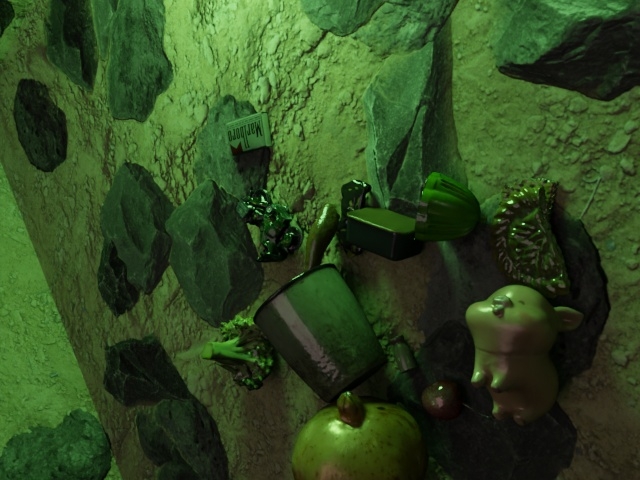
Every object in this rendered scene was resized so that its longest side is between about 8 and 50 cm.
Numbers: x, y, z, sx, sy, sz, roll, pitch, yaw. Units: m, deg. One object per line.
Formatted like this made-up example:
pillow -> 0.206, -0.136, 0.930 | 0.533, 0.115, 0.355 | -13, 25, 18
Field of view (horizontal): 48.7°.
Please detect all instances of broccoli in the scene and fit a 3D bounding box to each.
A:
broccoli -> -0.271, 0.372, 2.336 | 0.263, 0.243, 0.247 | -41, 56, 33

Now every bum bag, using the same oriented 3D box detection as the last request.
bum bag -> 0.094, -0.063, 2.063 | 0.107, 0.060, 0.232 | 22, 109, 48

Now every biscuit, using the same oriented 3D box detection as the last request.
biscuit -> 0.490, 0.016, 1.710 | 0.187, 0.036, 0.273 | -20, 88, 47
biscuit -> 0.492, -0.061, 1.729 | 0.144, 0.016, 0.203 | 20, 111, 38

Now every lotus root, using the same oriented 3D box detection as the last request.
lotus root -> 0.338, -0.069, 1.790 | 0.186, 0.186, 0.186 | 8, 102, 41

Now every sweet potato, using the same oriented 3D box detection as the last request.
sweet potato -> 0.000, 0.000, 2.094 | 0.077, 0.077, 0.243 | 4, 68, 42

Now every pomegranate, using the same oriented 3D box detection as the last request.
pomegranate -> 0.102, 0.584, 1.938 | 0.410, 0.410, 0.410 | 8, 102, 41

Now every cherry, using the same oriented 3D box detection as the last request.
cherry -> 0.368, 0.423, 1.878 | 0.226, 0.090, 0.107 | -7, 76, 33

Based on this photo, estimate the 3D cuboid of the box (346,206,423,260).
box -> 0.177, -0.019, 1.939 | 0.201, 0.144, 0.090 | 22, 114, 37

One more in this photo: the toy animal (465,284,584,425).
toy animal -> 0.468, 0.265, 1.676 | 0.237, 0.269, 0.326 | 4, 133, 44

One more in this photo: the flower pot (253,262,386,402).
flower pot -> 0.013, 0.275, 2.043 | 0.330, 0.294, 0.293 | 53, 127, 18

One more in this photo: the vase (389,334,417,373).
vase -> 0.233, 0.321, 2.002 | 0.053, 0.053, 0.100 | -36, 69, 40

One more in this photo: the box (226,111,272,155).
box -> -0.236, -0.350, 2.333 | 0.178, 0.036, 0.115 | -9, 92, 42

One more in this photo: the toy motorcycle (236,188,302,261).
toy motorcycle -> -0.172, -0.034, 2.274 | 0.187, 0.125, 0.274 | -52, 61, 24
